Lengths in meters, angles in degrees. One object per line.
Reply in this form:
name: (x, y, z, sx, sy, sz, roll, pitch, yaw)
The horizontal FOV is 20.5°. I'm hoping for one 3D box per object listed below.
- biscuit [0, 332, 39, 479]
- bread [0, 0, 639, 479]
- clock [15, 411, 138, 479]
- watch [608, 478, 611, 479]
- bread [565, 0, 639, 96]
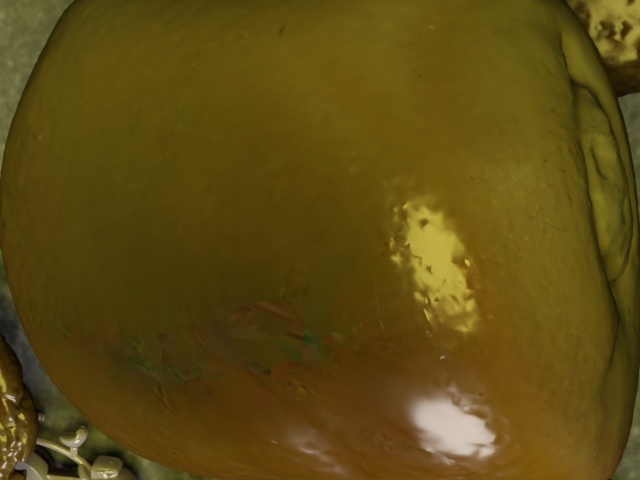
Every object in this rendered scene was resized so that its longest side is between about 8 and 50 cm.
biscuit: (-0.297, 0.111, 1.254, 0.226, 0.042, 0.226, 7, 111, 19)
bread: (0.000, 0.000, 1.030, 0.376, 0.253, 0.348, 2, 116, 33)
clock: (-0.196, 0.171, 1.288, 0.129, 0.041, 0.087, 5, 114, 9)
watch: (0.183, 0.211, 1.227, 0.131, 0.165, 0.152, -43, 125, 16)
bread: (0.155, -0.195, 1.079, 0.230, 0.123, 0.230, 4, 112, 11)
